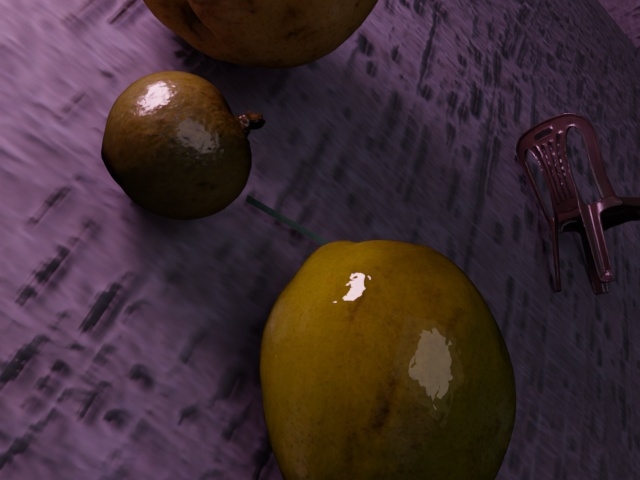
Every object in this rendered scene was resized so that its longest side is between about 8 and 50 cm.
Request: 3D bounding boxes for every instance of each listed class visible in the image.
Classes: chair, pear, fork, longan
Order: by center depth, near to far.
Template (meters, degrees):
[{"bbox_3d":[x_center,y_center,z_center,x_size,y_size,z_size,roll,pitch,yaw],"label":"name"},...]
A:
[{"bbox_3d":[0.063,0.151,0.570,0.253,0.253,0.307,16,67,-33],"label":"pear"},{"bbox_3d":[-0.135,-0.101,0.588,0.176,0.145,0.154,-19,98,-17],"label":"longan"},{"bbox_3d":[-0.062,-0.358,0.675,0.314,0.314,0.314,18,59,-32],"label":"pear"},{"bbox_3d":[-0.001,0.001,0.740,0.235,0.021,0.039,29,50,-24],"label":"fork"},{"bbox_3d":[0.517,-0.067,1.091,0.183,0.175,0.326,1,75,-29],"label":"chair"}]
